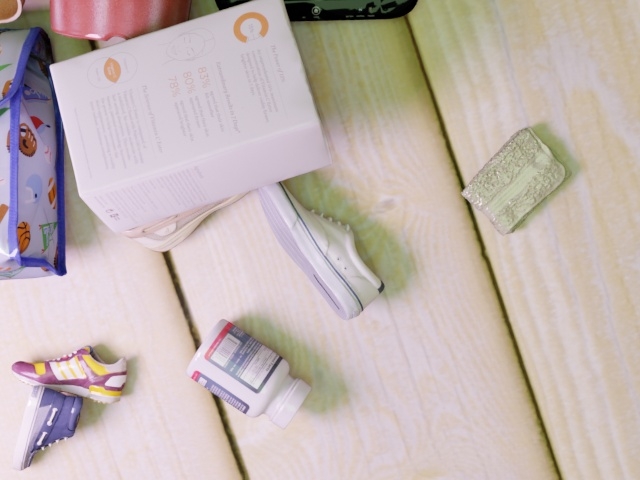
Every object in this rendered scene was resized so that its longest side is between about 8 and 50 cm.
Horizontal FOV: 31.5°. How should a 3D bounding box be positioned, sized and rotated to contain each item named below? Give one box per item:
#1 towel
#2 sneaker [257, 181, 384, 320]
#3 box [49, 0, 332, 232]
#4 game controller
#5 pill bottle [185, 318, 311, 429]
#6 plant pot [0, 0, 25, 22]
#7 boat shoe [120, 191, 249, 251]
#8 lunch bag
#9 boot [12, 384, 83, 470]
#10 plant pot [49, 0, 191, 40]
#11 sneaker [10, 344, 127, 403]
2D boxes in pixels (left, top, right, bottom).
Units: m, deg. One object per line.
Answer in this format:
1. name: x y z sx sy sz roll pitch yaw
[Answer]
1. towel: 0.300 -0.091 1.747 0.110 0.027 0.148 45 99 1
2. sneaker: 0.000 0.000 1.771 0.091 0.094 0.258 -35 89 -20
3. box: -0.181 -0.179 1.635 0.345 0.168 0.215 -17 71 1
4. game controller: -0.007 -0.418 1.724 0.319 0.067 0.166 0 96 7
5. pill bottle: -0.110 0.215 1.786 0.180 0.108 0.108 34 99 1
6. plant pot: -0.504 -0.497 1.690 0.237 0.237 0.254 19 70 4
7. boat shoe: -0.187 -0.101 1.748 0.302 0.098 0.109 -40 61 12
8. lunch bag: -0.575 -0.136 1.742 0.328 0.239 0.385 -2 80 7
9. boot: -0.441 0.314 1.833 0.086 0.069 0.190 16 130 -10
10. plant pot: -0.291 -0.432 1.668 0.272 0.272 0.265 7 105 5
11. sneaker: -0.405 0.205 1.844 0.185 0.069 0.084 13 90 -2
